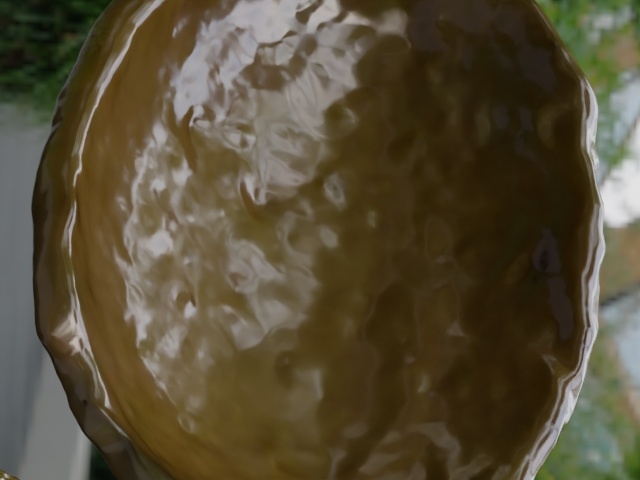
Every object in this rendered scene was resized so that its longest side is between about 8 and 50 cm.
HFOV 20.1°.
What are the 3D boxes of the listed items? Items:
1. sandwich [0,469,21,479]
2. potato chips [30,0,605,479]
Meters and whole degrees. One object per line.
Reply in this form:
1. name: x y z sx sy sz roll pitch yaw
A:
1. sandwich: -0.111 0.121 0.504 0.113 0.163 0.079 -27 -138 35
2. potato chips: 0.000 0.000 0.458 0.049 0.150 0.201 123 -19 -47
